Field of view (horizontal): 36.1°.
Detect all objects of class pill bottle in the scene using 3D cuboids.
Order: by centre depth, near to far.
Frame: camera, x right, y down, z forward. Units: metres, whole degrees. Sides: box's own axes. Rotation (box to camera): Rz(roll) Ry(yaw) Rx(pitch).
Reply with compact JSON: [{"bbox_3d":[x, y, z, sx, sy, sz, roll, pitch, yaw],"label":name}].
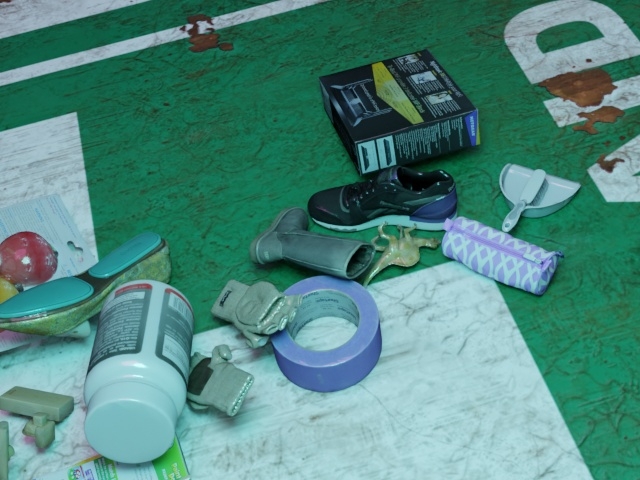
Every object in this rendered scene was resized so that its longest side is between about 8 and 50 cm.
[{"bbox_3d":[-0.291,0.207,1.576,0.161,0.161,0.283,-7,34,3],"label":"pill bottle"}]

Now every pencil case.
[{"bbox_3d":[0.314,0.025,1.724,0.206,0.088,0.086,21,82,27],"label":"pencil case"}]

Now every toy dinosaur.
[{"bbox_3d":[0.132,0.016,1.779,0.183,0.053,0.093,-29,62,-16],"label":"toy dinosaur"}]

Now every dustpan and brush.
[{"bbox_3d":[0.381,-0.074,1.816,0.147,0.060,0.211,20,55,23],"label":"dustpan and brush"}]

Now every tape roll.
[{"bbox_3d":[0.009,0.156,1.667,0.188,0.080,0.189,-4,49,5],"label":"tape roll"}]

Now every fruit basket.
[{"bbox_3d":[-0.590,0.074,1.805,0.353,0.165,0.327,-15,54,-33],"label":"fruit basket"}]

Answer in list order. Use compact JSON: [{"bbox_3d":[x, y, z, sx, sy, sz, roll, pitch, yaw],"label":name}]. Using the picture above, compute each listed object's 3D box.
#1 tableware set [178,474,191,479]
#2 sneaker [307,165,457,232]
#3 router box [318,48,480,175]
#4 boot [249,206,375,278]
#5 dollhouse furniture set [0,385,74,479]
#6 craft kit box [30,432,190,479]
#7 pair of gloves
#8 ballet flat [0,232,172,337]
[{"bbox_3d":[-0.240,0.429,1.444,0.141,0.020,0.169,-19,49,-8],"label":"tableware set"},{"bbox_3d":[0.113,-0.094,1.833,0.283,0.124,0.107,-1,49,8],"label":"sneaker"},{"bbox_3d":[0.150,-0.262,1.954,0.242,0.081,0.309,-15,35,-4],"label":"router box"},{"bbox_3d":[0.001,0.001,1.756,0.208,0.076,0.190,0,32,31],"label":"boot"},{"bbox_3d":[-0.509,0.333,1.631,0.144,0.123,0.151,8,17,15],"label":"dollhouse furniture set"},{"bbox_3d":[-0.304,0.435,1.496,0.246,0.061,0.250,-21,50,-6],"label":"craft kit box"},{"bbox_3d":[-0.142,0.178,1.637,0.204,0.042,0.240,1,58,51],"label":"pair of gloves"},{"bbox_3d":[-0.400,0.103,1.719,0.123,0.123,0.348,33,46,31],"label":"ballet flat"}]
